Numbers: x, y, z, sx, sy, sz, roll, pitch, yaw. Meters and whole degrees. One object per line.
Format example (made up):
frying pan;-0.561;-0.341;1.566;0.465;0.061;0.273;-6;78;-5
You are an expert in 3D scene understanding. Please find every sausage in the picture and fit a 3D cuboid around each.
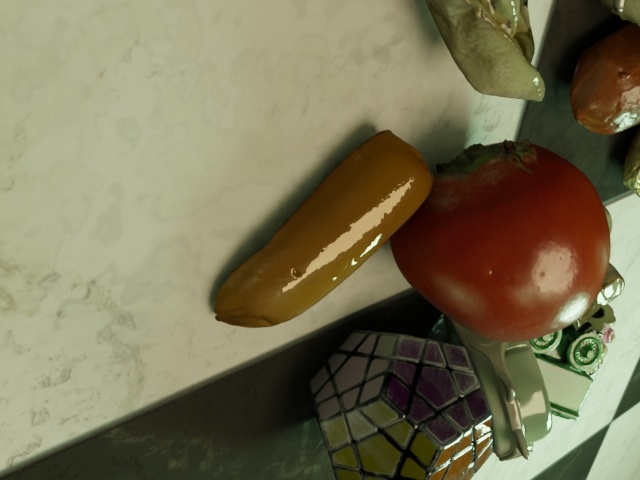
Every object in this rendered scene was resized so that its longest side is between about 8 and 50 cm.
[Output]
sausage;0.535;-0.285;1.471;0.268;0.153;0.141;-31;144;-25
sausage;0.003;0.003;1.176;0.354;0.116;0.134;-45;154;-4

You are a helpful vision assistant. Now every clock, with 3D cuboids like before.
clock;0.312;0.243;1.496;0.108;0.324;0.265;-16;107;-1
clock;0.619;0.261;2.069;0.194;0.100;0.195;-29;135;-23

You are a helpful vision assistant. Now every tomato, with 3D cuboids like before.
tomato;0.275;0.007;1.294;0.321;0.321;0.321;-28;137;-29

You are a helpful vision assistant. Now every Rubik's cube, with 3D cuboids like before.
Rubik's cube;0.131;0.292;1.418;0.264;0.319;0.319;-17;137;-4

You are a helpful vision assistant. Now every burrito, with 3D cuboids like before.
burrito;0.196;-0.324;1.083;0.135;0.190;0.332;-18;142;13

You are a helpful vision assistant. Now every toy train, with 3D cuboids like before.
toy train;0.448;0.235;1.763;0.266;0.145;0.202;22;97;-21

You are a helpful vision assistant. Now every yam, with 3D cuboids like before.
yam;0.597;0.143;1.960;0.127;0.084;0.084;-36;141;-16

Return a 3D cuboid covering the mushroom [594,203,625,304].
mushroom;0.483;0.013;1.640;0.206;0.209;0.206;-6;107;-23

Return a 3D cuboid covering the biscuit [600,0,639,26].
biscuit;0.571;-0.400;1.416;0.281;0.179;0.084;-13;150;-32

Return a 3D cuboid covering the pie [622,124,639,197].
pie;0.690;-0.179;1.785;0.205;0.084;0.179;14;110;-53
